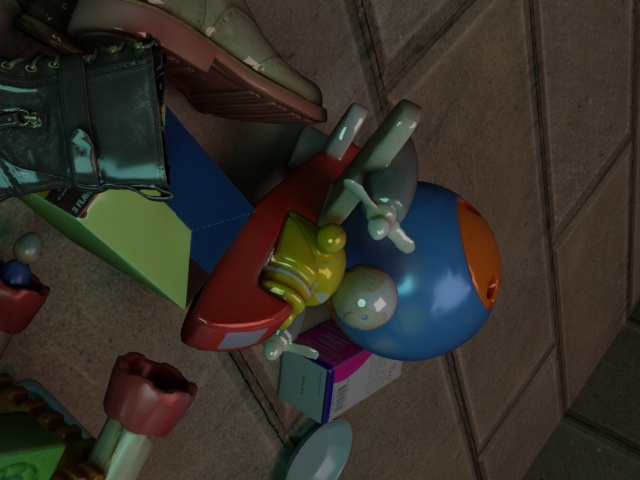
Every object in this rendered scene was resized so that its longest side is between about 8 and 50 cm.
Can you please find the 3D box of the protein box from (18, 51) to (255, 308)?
[{"bbox_3d":[-0.216,-0.062,0.912,0.136,0.201,0.200,-56,145,-13],"label":"protein box"}]

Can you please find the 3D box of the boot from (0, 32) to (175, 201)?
[{"bbox_3d":[-0.247,-0.142,0.755,0.091,0.229,0.262,-171,-112,-87],"label":"boot"}]

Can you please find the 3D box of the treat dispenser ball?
[{"bbox_3d":[0.141,0.047,1.390,0.288,0.288,0.288,-32,134,-39],"label":"treat dispenser ball"}]

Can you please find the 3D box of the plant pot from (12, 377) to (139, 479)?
[{"bbox_3d":[-0.341,0.365,0.999,0.247,0.248,0.252,-39,157,-33],"label":"plant pot"}]

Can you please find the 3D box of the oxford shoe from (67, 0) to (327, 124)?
[{"bbox_3d":[-0.099,-0.223,0.958,0.397,0.141,0.146,20,76,-62],"label":"oxford shoe"}]

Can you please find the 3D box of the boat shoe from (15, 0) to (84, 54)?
[{"bbox_3d":[-0.232,-0.210,0.919,0.178,0.064,0.060,23,94,-54],"label":"boat shoe"}]

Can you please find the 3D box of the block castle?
[{"bbox_3d":[-0.337,0.102,0.729,0.212,0.303,0.453,-64,157,5],"label":"block castle"}]

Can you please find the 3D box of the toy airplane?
[{"bbox_3d":[0.000,0.000,1.149,0.384,0.272,0.386,-47,175,1],"label":"toy airplane"}]

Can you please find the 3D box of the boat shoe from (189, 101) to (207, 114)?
[{"bbox_3d":[-0.138,-0.214,1.064,0.049,0.043,0.137,-33,137,-41],"label":"boat shoe"}]

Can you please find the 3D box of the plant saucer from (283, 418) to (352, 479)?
[{"bbox_3d":[-0.015,0.416,1.641,0.195,0.037,0.194,-31,133,-39],"label":"plant saucer"}]

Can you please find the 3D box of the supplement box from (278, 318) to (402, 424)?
[{"bbox_3d":[0.042,0.209,1.518,0.220,0.114,0.111,-21,126,-45],"label":"supplement box"}]
